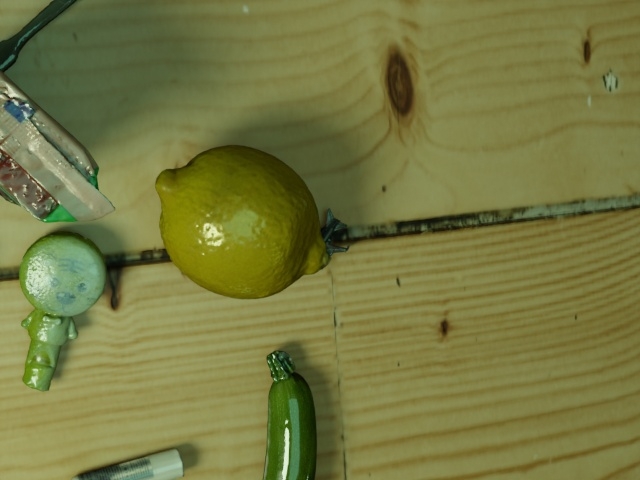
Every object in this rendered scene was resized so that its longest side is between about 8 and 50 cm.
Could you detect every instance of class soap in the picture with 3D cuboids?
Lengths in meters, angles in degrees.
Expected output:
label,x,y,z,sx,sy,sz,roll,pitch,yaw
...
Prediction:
label,x,y,z,sx,sy,sz,roll,pitch,yaw
soap,-0.338,-0.105,1.153,0.098,0.273,0.218,-44,109,-11

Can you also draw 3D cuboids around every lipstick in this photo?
label,x,y,z,sx,sy,sz,roll,pitch,yaw
lipstick,-0.247,0.302,1.360,0.141,0.040,0.040,-12,100,-20

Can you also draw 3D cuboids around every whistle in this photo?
label,x,y,z,sx,sy,sz,roll,pitch,yaw
whistle,-0.325,0.085,1.303,0.104,0.057,0.198,13,98,-12

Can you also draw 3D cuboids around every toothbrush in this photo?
label,x,y,z,sx,sy,sz,roll,pitch,yaw
toothbrush,-0.290,-0.305,1.284,0.030,0.030,0.297,44,77,-5

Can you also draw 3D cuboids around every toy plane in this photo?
label,x,y,z,sx,sy,sz,roll,pitch,yaw
toy plane,0.000,0.000,1.431,0.078,0.031,0.083,42,80,-20

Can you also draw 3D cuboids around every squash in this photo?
label,x,y,z,sx,sy,sz,roll,pitch,yaw
squash,-0.046,0.306,1.423,0.080,0.071,0.318,5,94,-21

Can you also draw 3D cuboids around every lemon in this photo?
label,x,y,z,sx,sy,sz,roll,pitch,yaw
lemon,-0.097,-0.020,1.310,0.244,0.187,0.187,25,86,-27
